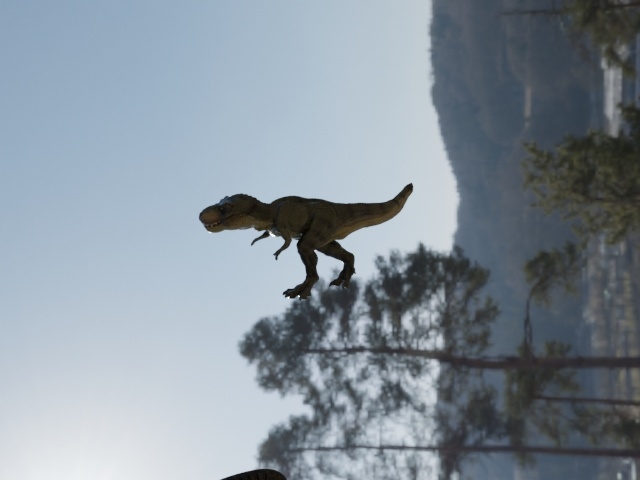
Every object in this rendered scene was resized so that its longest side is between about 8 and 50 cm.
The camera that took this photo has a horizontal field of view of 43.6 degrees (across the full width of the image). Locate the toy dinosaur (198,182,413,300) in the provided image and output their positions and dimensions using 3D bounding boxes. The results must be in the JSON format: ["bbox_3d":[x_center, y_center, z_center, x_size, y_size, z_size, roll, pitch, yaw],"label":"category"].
[{"bbox_3d":[0.000,0.000,0.902,0.064,0.268,0.118,13,106,60],"label":"toy dinosaur"}]

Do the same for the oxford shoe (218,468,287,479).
[{"bbox_3d":[-0.144,0.364,1.035,0.083,0.227,0.096,61,173,11],"label":"oxford shoe"}]
